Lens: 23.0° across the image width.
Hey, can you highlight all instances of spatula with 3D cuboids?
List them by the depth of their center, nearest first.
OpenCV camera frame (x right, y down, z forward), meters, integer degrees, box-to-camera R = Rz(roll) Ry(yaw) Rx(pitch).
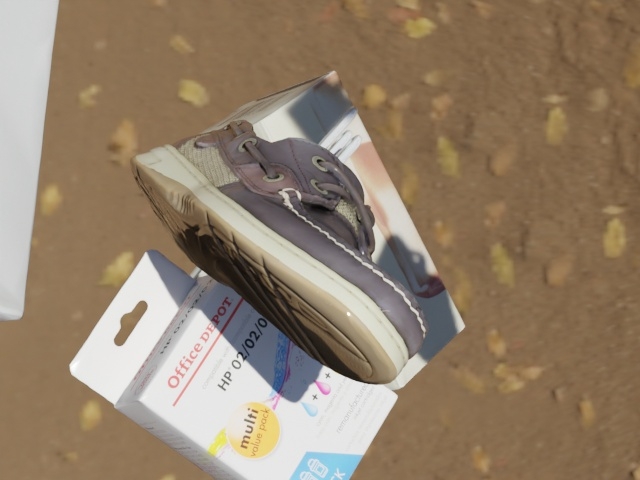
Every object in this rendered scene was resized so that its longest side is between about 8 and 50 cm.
[{"bbox_3d":[-0.050,-0.015,1.336,0.019,0.168,0.242,39,103,-9],"label":"spatula"}]

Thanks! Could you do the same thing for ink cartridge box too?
[{"bbox_3d":[-0.055,0.092,1.005,0.104,0.181,0.061,-58,15,-20],"label":"ink cartridge box"}]

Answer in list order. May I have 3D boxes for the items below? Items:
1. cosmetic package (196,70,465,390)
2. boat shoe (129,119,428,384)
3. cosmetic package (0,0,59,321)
[{"bbox_3d":[0.000,0.000,1.572,0.153,0.129,0.296,-13,108,46],"label":"cosmetic package"},{"bbox_3d":[-0.017,-0.011,0.876,0.092,0.103,0.285,-39,29,-11],"label":"boat shoe"},{"bbox_3d":[-0.218,-0.153,0.610,0.217,0.156,0.385,-9,69,34],"label":"cosmetic package"}]
